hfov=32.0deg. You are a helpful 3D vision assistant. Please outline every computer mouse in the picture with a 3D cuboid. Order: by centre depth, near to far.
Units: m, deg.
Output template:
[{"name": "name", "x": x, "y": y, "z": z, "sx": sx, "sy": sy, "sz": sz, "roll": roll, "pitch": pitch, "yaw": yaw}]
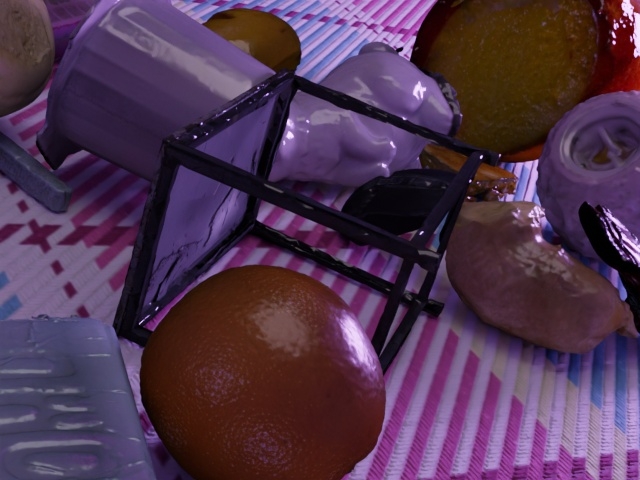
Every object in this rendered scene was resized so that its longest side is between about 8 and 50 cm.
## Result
[{"name": "computer mouse", "x": 0.094, "y": -0.051, "z": 1.402, "sx": 0.062, "sy": 0.192, "sz": 0.106, "roll": 59, "pitch": 42, "yaw": -18}]

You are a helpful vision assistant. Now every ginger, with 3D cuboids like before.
[{"name": "ginger", "x": 0.257, "y": 0.051, "z": 1.338, "sx": 0.267, "sy": 0.152, "sz": 0.138, "roll": 43, "pitch": 3, "yaw": 3}]

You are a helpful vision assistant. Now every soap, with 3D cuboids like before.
[{"name": "soap", "x": -0.210, "y": 0.159, "z": 0.837, "sx": 0.150, "sy": 0.094, "sz": 0.261, "roll": 8, "pitch": 29, "yaw": -25}]

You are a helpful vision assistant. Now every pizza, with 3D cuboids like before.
[{"name": "pizza", "x": 0.217, "y": -0.098, "z": 1.706, "sx": 0.175, "sy": 0.046, "sz": 0.134, "roll": 22, "pitch": 25, "yaw": 5}]

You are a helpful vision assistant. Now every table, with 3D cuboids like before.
[{"name": "table", "x": 0.000, "y": 0.000, "z": 1.157, "sx": 0.272, "sy": 0.222, "sz": 0.335, "roll": 23, "pitch": 26, "yaw": 10}]

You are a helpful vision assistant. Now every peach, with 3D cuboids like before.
[{"name": "peach", "x": 0.349, "y": -0.304, "z": 1.839, "sx": 0.310, "sy": 0.406, "sz": 0.335, "roll": -24, "pitch": 88, "yaw": -50}]

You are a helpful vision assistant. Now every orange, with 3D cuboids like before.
[{"name": "orange", "x": -0.044, "y": 0.121, "z": 0.924, "sx": 0.206, "sy": 0.206, "sz": 0.206, "roll": 16, "pitch": 26, "yaw": -8}]

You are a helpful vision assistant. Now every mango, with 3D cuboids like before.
[{"name": "mango", "x": -0.134, "y": -0.285, "z": 1.733, "sx": 0.167, "sy": 0.130, "sz": 0.262, "roll": 23, "pitch": 30, "yaw": 13}]

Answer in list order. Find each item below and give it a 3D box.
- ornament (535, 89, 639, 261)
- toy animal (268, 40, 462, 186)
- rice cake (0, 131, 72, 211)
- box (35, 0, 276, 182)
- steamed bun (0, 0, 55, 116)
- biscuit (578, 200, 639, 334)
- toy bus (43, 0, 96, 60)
[{"name": "ornament", "x": 0.443, "y": -0.084, "z": 1.616, "sx": 0.225, "sy": 0.259, "sz": 0.259, "roll": 45, "pitch": 3, "yaw": -44}, {"name": "toy animal", "x": 0.000, "y": -0.167, "z": 1.550, "sx": 0.357, "sy": 0.194, "sz": 0.258, "roll": -4, "pitch": 44, "yaw": -27}, {"name": "rice cake", "x": -0.349, "y": -0.086, "z": 1.291, "sx": 0.171, "sy": 0.033, "sz": 0.029, "roll": 34, "pitch": 33, "yaw": 26}, {"name": "box", "x": -0.166, "y": -0.165, "z": 1.337, "sx": 0.206, "sy": 0.262, "sz": 0.291, "roll": 31, "pitch": 26, "yaw": 9}, {"name": "steamed bun", "x": -0.437, "y": -0.209, "z": 1.298, "sx": 0.232, "sy": 0.166, "sz": 0.273, "roll": -18, "pitch": 14, "yaw": 14}, {"name": "biscuit", "x": 0.397, "y": 0.055, "z": 1.391, "sx": 0.235, "sy": 0.063, "sz": 0.151, "roll": 55, "pitch": 11, "yaw": -35}, {"name": "toy bus", "x": -0.404, "y": -0.327, "z": 1.663, "sx": 0.112, "sy": 0.090, "sz": 0.274, "roll": 31, "pitch": 27, "yaw": 8}]
